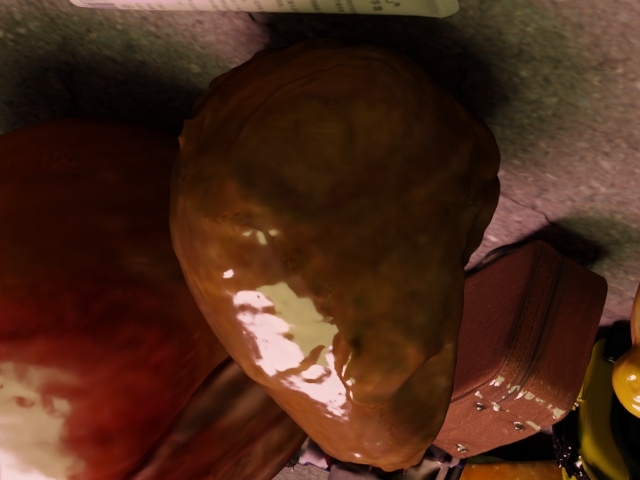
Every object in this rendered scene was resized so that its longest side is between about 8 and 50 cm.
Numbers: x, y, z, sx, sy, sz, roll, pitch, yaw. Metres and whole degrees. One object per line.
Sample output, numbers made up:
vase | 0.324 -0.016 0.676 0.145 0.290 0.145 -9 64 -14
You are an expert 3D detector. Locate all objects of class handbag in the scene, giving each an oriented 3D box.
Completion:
handbag | 0.138 0.082 1.249 0.072 0.151 0.193 29 155 -11

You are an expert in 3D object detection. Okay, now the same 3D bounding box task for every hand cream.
hand cream | -0.054 -0.172 1.002 0.276 0.059 0.095 5 150 19

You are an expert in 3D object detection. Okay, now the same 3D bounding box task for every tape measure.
tape measure | 0.276 0.175 1.287 0.199 0.186 0.112 16 133 7

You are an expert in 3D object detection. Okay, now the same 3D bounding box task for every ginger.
ginger | 0.000 0.001 1.058 0.223 0.269 0.200 18 -176 -12

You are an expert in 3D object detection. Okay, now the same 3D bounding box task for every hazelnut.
hazelnut | -0.166 0.067 1.265 0.372 0.315 0.372 -4 133 -5

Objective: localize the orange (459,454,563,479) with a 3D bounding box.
orange | 0.198 0.317 1.669 0.262 0.196 0.335 -2 142 14

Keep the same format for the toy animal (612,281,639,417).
toy animal | 0.281 0.044 1.070 0.149 0.165 0.248 20 161 -11

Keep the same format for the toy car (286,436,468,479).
toy car | 0.034 0.140 1.435 0.235 0.172 0.158 15 169 20
